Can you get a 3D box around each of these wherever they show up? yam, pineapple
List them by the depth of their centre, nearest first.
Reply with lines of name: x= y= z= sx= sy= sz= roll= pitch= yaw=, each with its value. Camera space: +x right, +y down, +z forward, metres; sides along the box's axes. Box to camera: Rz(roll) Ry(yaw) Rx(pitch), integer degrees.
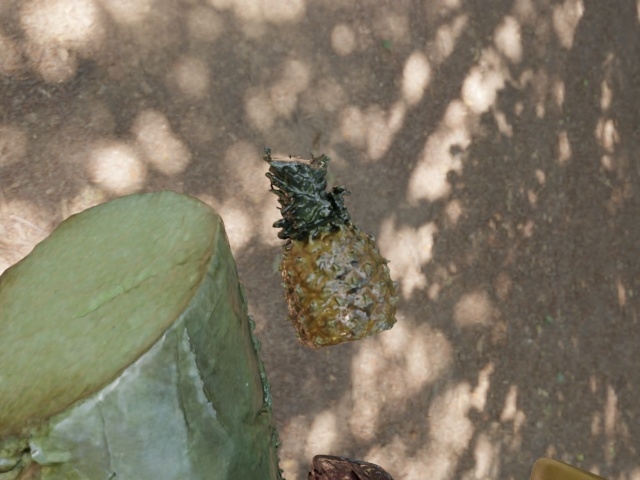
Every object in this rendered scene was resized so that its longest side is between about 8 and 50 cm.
yam: x=-0.101 y=0.140 z=0.410 sx=0.168 sy=0.168 sz=0.304 roll=-35 pitch=125 yaw=-43
pineapple: x=0.000 y=0.000 z=0.999 sx=0.157 sy=0.157 sz=0.279 roll=-18 pitch=89 yaw=-46

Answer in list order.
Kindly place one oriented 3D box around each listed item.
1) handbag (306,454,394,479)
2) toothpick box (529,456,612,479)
handbag: x=0.050 y=0.376 z=0.944 sx=0.146 sy=0.225 sz=0.135 roll=20 pitch=99 yaw=-20
toothpick box: x=0.268 y=0.413 z=0.577 sx=0.409 sy=0.409 sz=0.425 roll=49 pitch=56 yaw=-32
